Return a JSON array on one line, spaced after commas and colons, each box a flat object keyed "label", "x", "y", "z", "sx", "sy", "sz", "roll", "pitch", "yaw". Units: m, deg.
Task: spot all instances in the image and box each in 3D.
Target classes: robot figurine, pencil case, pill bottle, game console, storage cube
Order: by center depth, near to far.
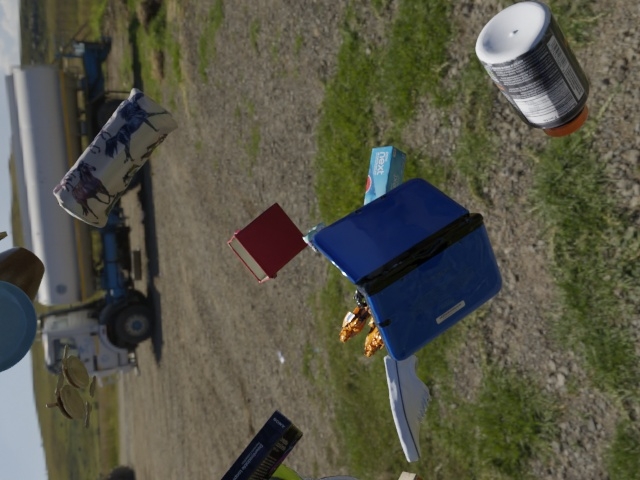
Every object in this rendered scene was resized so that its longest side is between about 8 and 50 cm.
[{"label": "pill bottle", "x": 0.383, "y": -0.283, "z": 1.018, "sx": 0.130, "sy": 0.245, "sz": 0.131, "roll": -25, "pitch": 47, "yaw": 30}, {"label": "game console", "x": 0.174, "y": 0.046, "z": 1.151, "sx": 0.173, "sy": 0.293, "sz": 0.250, "roll": 15, "pitch": 131, "yaw": 62}, {"label": "pencil case", "x": -0.571, "y": -0.235, "z": 1.652, "sx": 0.410, "sy": 0.159, "sz": 0.183, "roll": -56, "pitch": -2, "yaw": -9}, {"label": "robot figurine", "x": 0.182, "y": 0.267, "z": 1.954, "sx": 0.085, "sy": 0.211, "sz": 0.291, "roll": -58, "pitch": -3, "yaw": -45}, {"label": "storage cube", "x": -0.183, "y": 0.012, "z": 2.045, "sx": 0.215, "sy": 0.193, "sz": 0.183, "roll": 50, "pitch": 162, "yaw": -4}]

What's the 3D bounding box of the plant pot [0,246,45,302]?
[{"label": "plant pot", "x": -0.832, "y": 0.130, "z": 1.511, "sx": 0.230, "sy": 0.215, "sz": 0.215, "roll": -67, "pitch": -3, "yaw": -47}]

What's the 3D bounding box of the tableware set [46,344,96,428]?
[{"label": "tableware set", "x": -0.592, "y": 0.351, "z": 1.381, "sx": 0.128, "sy": 0.039, "sz": 0.194, "roll": 63, "pitch": 179, "yaw": -30}]

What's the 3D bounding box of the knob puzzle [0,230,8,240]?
[{"label": "knob puzzle", "x": -0.693, "y": 0.020, "z": 1.059, "sx": 0.213, "sy": 0.213, "sz": 0.030, "roll": -14, "pitch": 96, "yaw": 69}]

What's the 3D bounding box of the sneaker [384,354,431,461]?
[{"label": "sneaker", "x": 0.206, "y": 0.365, "z": 1.319, "sx": 0.094, "sy": 0.091, "sz": 0.258, "roll": 71, "pitch": -170, "yaw": -49}]

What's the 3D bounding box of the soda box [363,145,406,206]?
[{"label": "soda box", "x": 0.169, "y": -0.139, "z": 1.554, "sx": 0.071, "sy": 0.067, "sz": 0.210, "roll": 2, "pitch": 79, "yaw": 43}]

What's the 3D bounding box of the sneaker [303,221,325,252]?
[{"label": "sneaker", "x": 0.000, "y": 0.000, "z": 1.399, "sx": 0.038, "sy": 0.098, "sz": 0.069, "roll": -31, "pitch": 97, "yaw": 35}]

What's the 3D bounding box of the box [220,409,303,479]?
[{"label": "box", "x": -0.087, "y": 0.285, "z": 0.707, "sx": 0.029, "sy": 0.162, "sz": 0.116, "roll": 36, "pitch": 163, "yaw": 20}]

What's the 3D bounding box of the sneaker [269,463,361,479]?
[{"label": "sneaker", "x": -0.005, "y": 0.473, "z": 0.998, "sx": 0.111, "sy": 0.299, "sz": 0.121, "roll": -68, "pitch": 21, "yaw": 11}]

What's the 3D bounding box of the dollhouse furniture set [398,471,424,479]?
[{"label": "dollhouse furniture set", "x": 0.243, "y": 0.681, "z": 1.287, "sx": 0.259, "sy": 0.262, "sz": 0.135, "roll": -56, "pitch": 1, "yaw": -21}]

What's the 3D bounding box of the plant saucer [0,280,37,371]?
[{"label": "plant saucer", "x": -0.685, "y": 0.181, "z": 1.222, "sx": 0.037, "sy": 0.194, "sz": 0.195, "roll": 107, "pitch": 158, "yaw": -82}]
